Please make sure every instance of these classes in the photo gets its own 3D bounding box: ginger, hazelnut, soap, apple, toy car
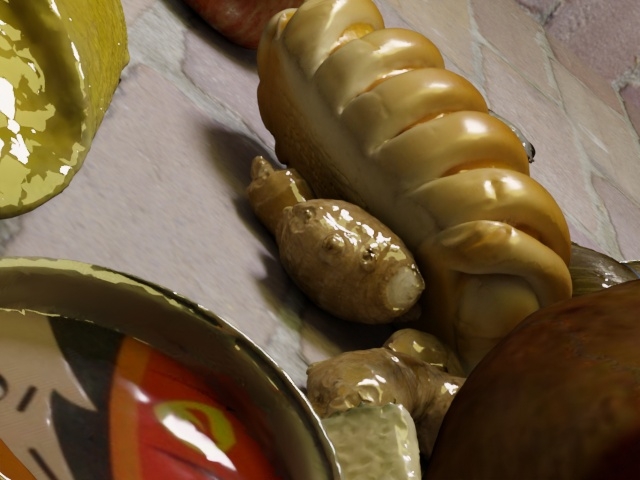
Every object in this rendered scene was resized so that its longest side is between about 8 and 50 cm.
[{"bbox_3d":[0.070,0.105,1.013,0.133,0.059,0.214,43,15,18],"label":"ginger"},{"bbox_3d":[-0.003,-0.003,1.105,0.165,0.067,0.096,40,0,33],"label":"ginger"},{"bbox_3d":[0.165,0.133,0.901,0.229,0.229,0.229,38,17,-14],"label":"hazelnut"},{"bbox_3d":[-0.231,-0.173,0.928,0.306,0.115,0.427,30,17,-18],"label":"soap"},{"bbox_3d":[-0.053,-0.234,1.454,0.146,0.131,0.146,34,24,-17],"label":"apple"},{"bbox_3d":[-0.100,0.069,0.467,0.235,0.145,0.235,19,36,-15],"label":"toy car"}]

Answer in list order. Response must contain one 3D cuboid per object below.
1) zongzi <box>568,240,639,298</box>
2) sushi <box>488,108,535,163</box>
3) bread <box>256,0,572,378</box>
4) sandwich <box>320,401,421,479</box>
[{"bbox_3d":[0.185,0.089,1.282,0.242,0.112,0.221,16,37,-11],"label":"zongzi"},{"bbox_3d":[0.141,-0.076,1.576,0.094,0.084,0.098,39,12,3],"label":"sushi"},{"bbox_3d":[0.063,-0.048,1.184,0.311,0.121,0.172,55,-21,32],"label":"bread"},{"bbox_3d":[-0.049,0.133,0.612,0.162,0.193,0.058,75,6,-50],"label":"sandwich"}]
